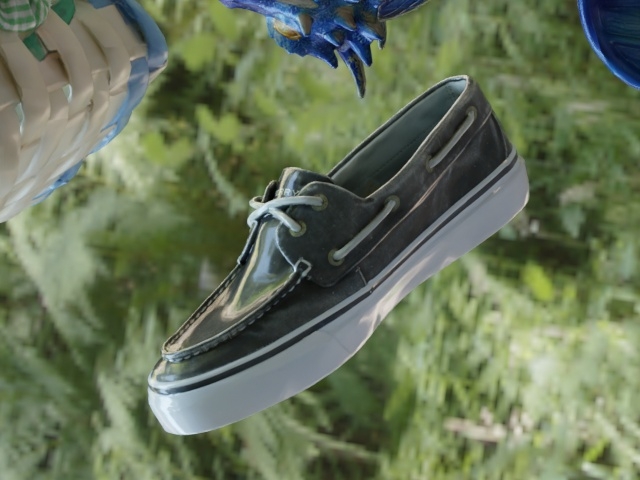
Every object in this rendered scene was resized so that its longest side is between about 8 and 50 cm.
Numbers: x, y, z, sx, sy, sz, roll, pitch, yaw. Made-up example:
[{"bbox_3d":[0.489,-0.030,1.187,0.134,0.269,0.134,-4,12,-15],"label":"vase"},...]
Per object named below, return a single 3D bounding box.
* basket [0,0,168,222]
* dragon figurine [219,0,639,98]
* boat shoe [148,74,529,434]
[{"bbox_3d":[-0.225,-0.079,0.604,0.289,0.255,0.201,-30,-6,-40],"label":"basket"},{"bbox_3d":[0.116,-0.098,0.461,0.144,0.289,0.085,105,167,-45],"label":"dragon figurine"},{"bbox_3d":[0.000,0.000,1.127,0.335,0.121,0.119,-39,-66,-27],"label":"boat shoe"}]
